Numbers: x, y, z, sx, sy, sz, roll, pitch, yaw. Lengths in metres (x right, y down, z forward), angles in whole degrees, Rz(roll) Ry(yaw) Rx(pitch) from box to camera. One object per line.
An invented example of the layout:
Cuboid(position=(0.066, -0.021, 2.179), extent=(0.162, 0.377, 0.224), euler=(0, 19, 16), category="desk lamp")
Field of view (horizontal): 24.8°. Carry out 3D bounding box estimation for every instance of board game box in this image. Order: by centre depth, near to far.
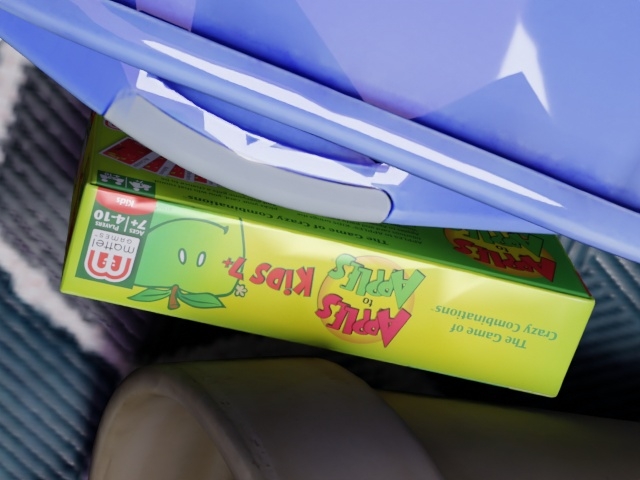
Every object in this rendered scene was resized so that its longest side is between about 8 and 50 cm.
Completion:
Cuboid(position=(0.000, 0.000, 0.539), extent=(0.181, 0.092, 0.043), euler=(13, 114, -12), category="board game box")

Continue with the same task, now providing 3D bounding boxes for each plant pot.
Cuboid(position=(0.085, 0.191, 0.543), extent=(0.281, 0.323, 0.323), euler=(-5, 116, -21), category="plant pot")

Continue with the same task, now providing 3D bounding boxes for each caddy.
Cuboid(position=(0.010, -0.093, 0.418), extent=(0.341, 0.241, 0.179), euler=(20, 107, -14), category="caddy")
